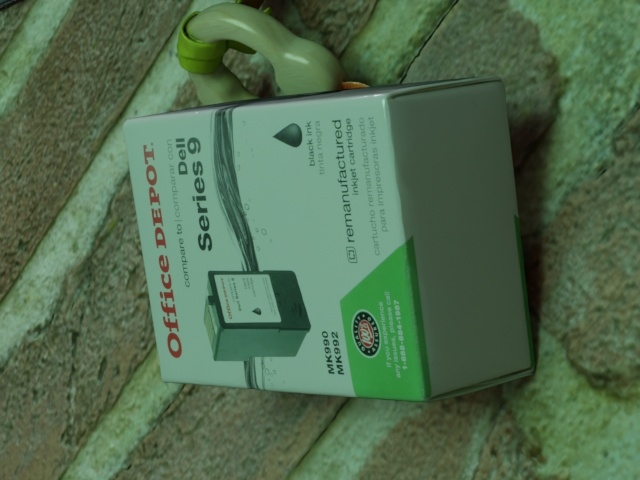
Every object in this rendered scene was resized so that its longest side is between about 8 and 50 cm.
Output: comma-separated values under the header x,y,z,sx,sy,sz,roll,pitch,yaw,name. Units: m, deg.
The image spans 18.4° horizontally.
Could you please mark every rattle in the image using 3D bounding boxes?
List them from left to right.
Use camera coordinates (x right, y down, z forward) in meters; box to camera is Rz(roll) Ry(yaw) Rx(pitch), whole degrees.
x,y,z,sx,sy,sz,roll,pitch,yaw,name
-0.002,-0.148,1.560,0.199,0.143,0.130,10,122,34,rattle

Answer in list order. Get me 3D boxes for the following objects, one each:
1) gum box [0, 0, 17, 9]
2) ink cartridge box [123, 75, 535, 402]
x,y,z,sx,sy,sz,roll,pitch,yaw,name
-0.332,-0.316,1.951,0.157,0.041,0.184,-15,72,45,gum box
0.000,0.000,1.421,0.289,0.121,0.211,-2,98,48,ink cartridge box
